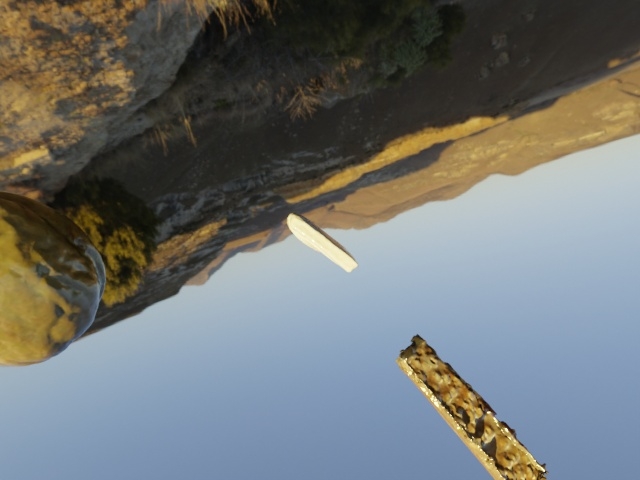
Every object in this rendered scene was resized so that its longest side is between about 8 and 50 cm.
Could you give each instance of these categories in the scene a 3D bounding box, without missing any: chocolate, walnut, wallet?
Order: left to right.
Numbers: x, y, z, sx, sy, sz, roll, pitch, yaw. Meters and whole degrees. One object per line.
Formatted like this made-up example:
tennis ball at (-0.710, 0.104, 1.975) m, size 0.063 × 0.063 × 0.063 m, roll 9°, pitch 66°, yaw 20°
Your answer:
walnut at (-0.483, 0.060, 0.636) m, size 0.283 × 0.282 × 0.227 m, roll -18°, pitch -146°, yaw -22°
wallet at (0.000, 0.000, 0.648) m, size 0.032 × 0.124 × 0.183 m, roll -54°, pitch -176°, yaw 1°
chocolate at (0.265, 0.324, 0.764) m, size 0.102 × 0.329 × 0.065 m, roll -22°, pitch 154°, yaw -47°
